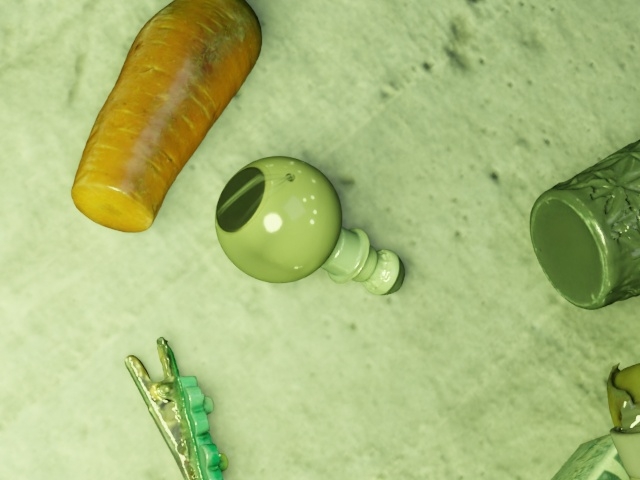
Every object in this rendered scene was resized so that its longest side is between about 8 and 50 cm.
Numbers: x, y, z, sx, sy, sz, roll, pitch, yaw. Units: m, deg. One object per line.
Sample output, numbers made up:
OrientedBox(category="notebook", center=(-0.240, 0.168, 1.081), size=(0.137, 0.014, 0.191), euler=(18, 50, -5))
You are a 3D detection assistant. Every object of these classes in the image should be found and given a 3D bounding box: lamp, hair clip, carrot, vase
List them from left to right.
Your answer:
OrientedBox(category="carrot", center=(-0.111, -0.099, 1.381), size=(0.087, 0.087, 0.193), euler=(39, 59, -12))
OrientedBox(category="hair clip", center=(-0.084, 0.147, 1.324), size=(0.049, 0.049, 0.173), euler=(-13, 77, -34))
OrientedBox(category="lamp", center=(0.000, 0.000, 1.416), size=(0.163, 0.091, 0.091), euler=(26, 59, -39))
OrientedBox(category="vase", center=(0.321, -0.041, 1.557), size=(0.301, 0.251, 0.156), euler=(-22, 111, -24))

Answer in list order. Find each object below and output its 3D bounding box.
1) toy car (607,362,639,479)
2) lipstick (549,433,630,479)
OrientedBox(category="toy car", center=(0.365, 0.131, 1.414), size=(0.226, 0.242, 0.336), euler=(65, 24, -6))
OrientedBox(category="lipstick", center=(0.155, 0.250, 1.408), size=(0.077, 0.076, 0.290), euler=(50, 53, -6))
